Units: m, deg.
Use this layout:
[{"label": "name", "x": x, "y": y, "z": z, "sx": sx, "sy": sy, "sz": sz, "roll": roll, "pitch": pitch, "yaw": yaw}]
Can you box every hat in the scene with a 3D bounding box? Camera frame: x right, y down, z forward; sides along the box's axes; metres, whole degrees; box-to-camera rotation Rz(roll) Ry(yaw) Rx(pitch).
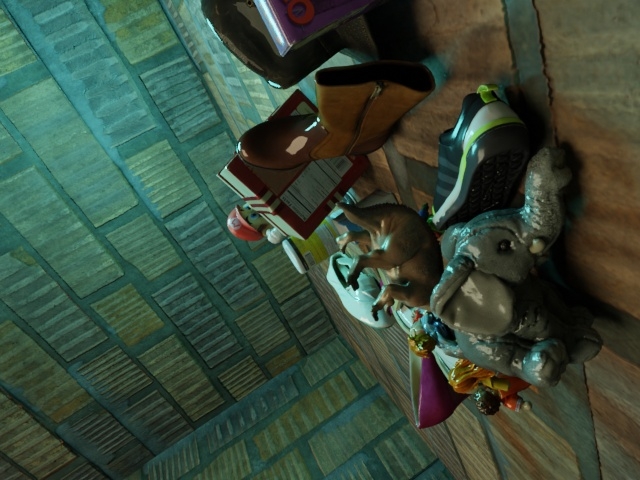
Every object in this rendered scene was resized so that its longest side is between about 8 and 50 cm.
[{"label": "hat", "x": -0.068, "y": -0.296, "z": 0.565, "sx": 0.331, "sy": 0.134, "sz": 0.331, "roll": 40, "pitch": -171, "yaw": -8}]

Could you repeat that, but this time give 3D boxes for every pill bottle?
[{"label": "pill bottle", "x": 0.000, "y": 0.000, "z": 1.270, "sx": 0.119, "sy": 0.208, "sz": 0.119, "roll": 55, "pitch": 170, "yaw": 15}]

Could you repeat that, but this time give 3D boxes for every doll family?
[{"label": "doll family", "x": 0.239, "y": 0.163, "z": 0.697, "sx": 0.263, "sy": 0.163, "sz": 0.119, "roll": 47, "pitch": 165, "yaw": 49}]

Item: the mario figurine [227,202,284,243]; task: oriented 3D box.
[{"label": "mario figurine", "x": -0.117, "y": -0.116, "z": 1.166, "sx": 0.170, "sy": 0.320, "sz": 0.198, "roll": 63, "pitch": 169, "yaw": -27}]

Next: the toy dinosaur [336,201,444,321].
[{"label": "toy dinosaur", "x": 0.148, "y": 0.024, "z": 0.648, "sx": 0.296, "sy": 0.200, "sz": 0.127, "roll": 54, "pitch": -166, "yaw": -14}]

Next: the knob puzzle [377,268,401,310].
[{"label": "knob puzzle", "x": 0.169, "y": 0.030, "z": 0.936, "sx": 0.213, "sy": 0.029, "sz": 0.214, "roll": 175, "pitch": 90, "yaw": -80}]

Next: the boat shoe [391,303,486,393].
[{"label": "boat shoe", "x": 0.253, "y": 0.173, "z": 0.885, "sx": 0.302, "sy": 0.113, "sz": 0.104, "roll": -131, "pitch": 34, "yaw": -53}]

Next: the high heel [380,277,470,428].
[{"label": "high heel", "x": 0.224, "y": 0.276, "z": 1.071, "sx": 0.377, "sy": 0.181, "sz": 0.127, "roll": 55, "pitch": 170, "yaw": 18}]

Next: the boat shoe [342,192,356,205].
[{"label": "boat shoe", "x": 0.083, "y": -0.079, "z": 1.114, "sx": 0.125, "sy": 0.038, "sz": 0.046, "roll": 56, "pitch": 170, "yaw": 14}]

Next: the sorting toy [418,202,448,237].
[{"label": "sorting toy", "x": 0.193, "y": -0.036, "z": 0.702, "sx": 0.061, "sy": 0.042, "sz": 0.102, "roll": 24, "pitch": 162, "yaw": -8}]

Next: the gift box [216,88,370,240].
[{"label": "gift box", "x": -0.054, "y": -0.166, "z": 0.953, "sx": 0.255, "sy": 0.276, "sz": 0.258, "roll": 47, "pitch": 170, "yaw": -16}]

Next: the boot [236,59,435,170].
[{"label": "boot", "x": -0.004, "y": -0.169, "z": 0.612, "sx": 0.280, "sy": 0.263, "sz": 0.096, "roll": -175, "pitch": 86, "yaw": -86}]

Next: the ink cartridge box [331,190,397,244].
[{"label": "ink cartridge box", "x": 0.097, "y": -0.051, "z": 0.885, "sx": 0.052, "sy": 0.122, "sz": 0.088, "roll": 57, "pitch": 172, "yaw": -18}]

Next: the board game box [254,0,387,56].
[{"label": "board game box", "x": -0.020, "y": -0.349, "z": 0.301, "sx": 0.347, "sy": 0.208, "sz": 0.056, "roll": 62, "pitch": 169, "yaw": -17}]

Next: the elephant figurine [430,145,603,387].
[{"label": "elephant figurine", "x": 0.206, "y": 0.037, "z": 0.494, "sx": 0.240, "sy": 0.185, "sz": 0.169, "roll": 55, "pitch": 178, "yaw": -15}]

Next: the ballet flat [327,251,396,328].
[{"label": "ballet flat", "x": 0.122, "y": 0.152, "z": 1.430, "sx": 0.139, "sy": 0.139, "sz": 0.400, "roll": 64, "pitch": 170, "yaw": -30}]

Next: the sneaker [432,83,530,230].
[{"label": "sneaker", "x": 0.185, "y": -0.093, "z": 0.512, "sx": 0.235, "sy": 0.084, "sz": 0.097, "roll": 89, "pitch": 168, "yaw": -67}]
